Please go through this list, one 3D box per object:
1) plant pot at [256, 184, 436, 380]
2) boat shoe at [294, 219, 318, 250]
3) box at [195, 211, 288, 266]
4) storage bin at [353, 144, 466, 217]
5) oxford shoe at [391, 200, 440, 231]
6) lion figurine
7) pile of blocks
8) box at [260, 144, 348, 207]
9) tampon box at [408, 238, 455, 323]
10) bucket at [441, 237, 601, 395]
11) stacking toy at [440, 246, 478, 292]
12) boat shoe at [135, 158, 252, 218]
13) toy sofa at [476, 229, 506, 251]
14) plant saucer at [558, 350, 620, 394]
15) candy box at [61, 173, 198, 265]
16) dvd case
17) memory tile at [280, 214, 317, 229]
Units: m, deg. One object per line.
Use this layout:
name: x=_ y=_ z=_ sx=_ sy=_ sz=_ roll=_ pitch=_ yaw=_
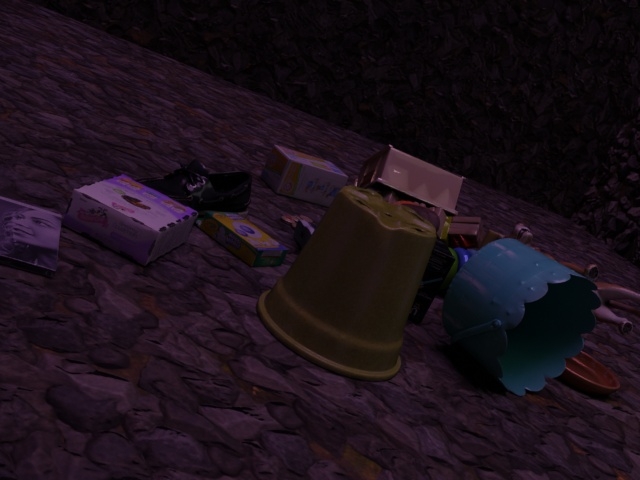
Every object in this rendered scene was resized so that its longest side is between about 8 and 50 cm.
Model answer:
plant pot: x=0.065 y=0.055 z=1.350 sx=0.276 sy=0.254 sz=0.276 roll=23 pitch=17 yaw=-7
boat shoe: x=0.000 y=0.000 z=1.752 sx=0.083 sy=0.065 sz=0.183 roll=10 pitch=18 yaw=-15
box: x=-0.162 y=-0.010 z=1.602 sx=0.179 sy=0.043 sz=0.105 roll=32 pitch=17 yaw=28
storage bin: x=0.257 y=-0.157 z=2.391 sx=0.262 sy=0.123 sz=0.260 roll=21 pitch=-14 yaw=-13
oxford shoe: x=0.207 y=-0.027 z=2.006 sx=0.132 sy=0.130 sz=0.363 roll=12 pitch=13 yaw=43
lion figurine: x=0.560 y=0.109 z=1.752 sx=0.392 sy=0.142 sz=0.240 roll=32 pitch=-7 yaw=-25
pile of blocks: x=0.293 y=-0.025 z=2.267 sx=0.362 sy=0.149 sz=0.113 roll=18 pitch=58 yaw=8
box: x=-0.046 y=-0.176 z=2.186 sx=0.203 sy=0.103 sz=0.114 roll=13 pitch=20 yaw=-37
tampon box: x=0.185 y=0.068 z=1.658 sx=0.120 sy=0.161 sz=0.101 roll=24 pitch=16 yaw=-10
bucket: x=0.383 y=0.142 z=1.541 sx=0.281 sy=0.281 sz=0.183 roll=10 pitch=21 yaw=-42
stacking toy: x=0.290 y=0.063 z=1.904 sx=0.330 sy=0.141 sz=0.141 roll=15 pitch=19 yaw=-20
boat shoe: x=-0.260 y=-0.113 z=1.651 sx=0.127 sy=0.113 sz=0.340 roll=37 pitch=20 yaw=35
toy sofa: x=0.529 y=0.122 z=2.023 sx=0.177 sy=0.150 sz=0.362 roll=19 pitch=17 yaw=-18
plant saucer: x=0.569 y=0.284 z=1.772 sx=0.199 sy=0.037 sz=0.200 roll=24 pitch=16 yaw=-7
candy box: x=-0.330 y=-0.041 z=1.397 sx=0.164 sy=0.070 sz=0.196 roll=27 pitch=15 yaw=5
dvd case: x=-0.480 y=-0.020 z=1.203 sx=0.164 sy=0.018 sz=0.221 roll=18 pitch=17 yaw=-22
memory tile: x=-0.018 y=-0.022 z=1.909 sx=0.148 sy=0.012 sz=0.113 roll=34 pitch=18 yaw=30
